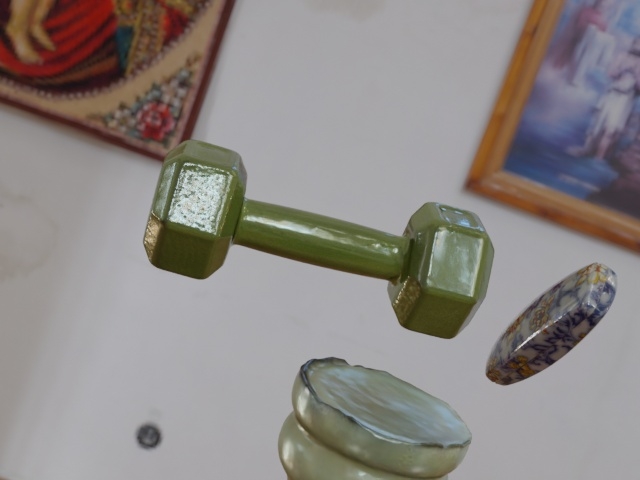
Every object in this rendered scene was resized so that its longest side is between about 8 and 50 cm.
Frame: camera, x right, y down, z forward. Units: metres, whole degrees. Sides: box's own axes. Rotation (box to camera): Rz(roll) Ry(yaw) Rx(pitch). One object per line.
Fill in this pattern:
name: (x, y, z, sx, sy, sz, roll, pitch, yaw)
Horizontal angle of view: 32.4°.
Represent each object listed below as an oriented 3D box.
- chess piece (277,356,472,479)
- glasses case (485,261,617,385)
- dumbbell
chess piece: (0.004, 0.218, 0.782, 0.133, 0.243, 0.133, 20, 12, -4)
glasses case: (0.278, 0.108, 1.347, 0.065, 0.087, 0.248, 33, -33, -4)
dumbbell: (0.000, 0.000, 0.969, 0.301, 0.108, 0.121, 13, 19, -8)
